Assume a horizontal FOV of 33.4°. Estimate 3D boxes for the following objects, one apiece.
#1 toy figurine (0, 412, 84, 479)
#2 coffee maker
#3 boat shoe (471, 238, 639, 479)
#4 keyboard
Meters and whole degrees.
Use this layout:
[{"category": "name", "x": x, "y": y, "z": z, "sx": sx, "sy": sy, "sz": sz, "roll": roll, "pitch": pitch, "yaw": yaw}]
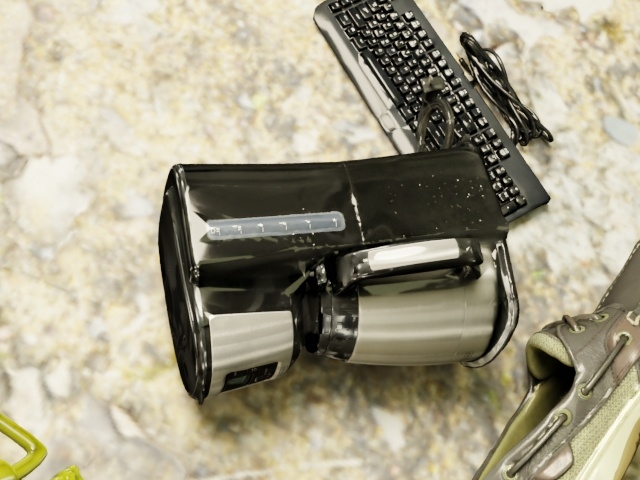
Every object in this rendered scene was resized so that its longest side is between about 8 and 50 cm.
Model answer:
[{"category": "toy figurine", "x": -0.284, "y": 0.138, "z": 0.470, "sx": 0.362, "sy": 0.217, "sz": 0.191, "roll": 43, "pitch": 20, "yaw": -18}, {"category": "coffee maker", "x": 0.000, "y": 0.000, "z": 0.603, "sx": 0.178, "sy": 0.120, "sz": 0.171, "roll": -3, "pitch": 46, "yaw": -15}, {"category": "boat shoe", "x": 0.153, "y": 0.076, "z": 0.613, "sx": 0.073, "sy": 0.080, "sz": 0.223, "roll": 33, "pitch": 69, "yaw": -4}, {"category": "keyboard", "x": 0.083, "y": -0.099, "z": 0.693, "sx": 0.100, "sy": 0.038, "sz": 0.192, "roll": -28, "pitch": 77, "yaw": -22}]
